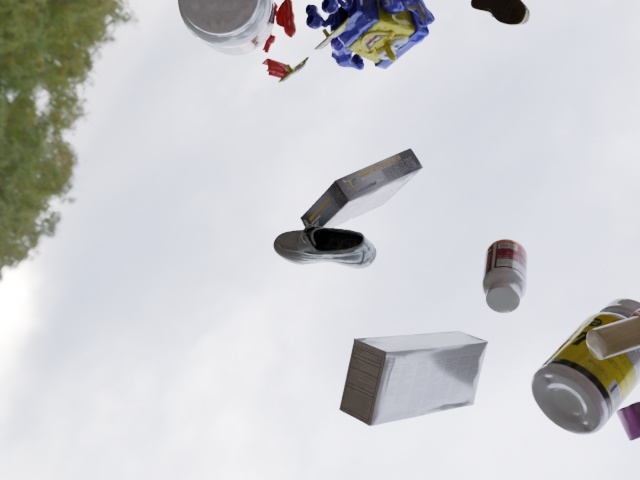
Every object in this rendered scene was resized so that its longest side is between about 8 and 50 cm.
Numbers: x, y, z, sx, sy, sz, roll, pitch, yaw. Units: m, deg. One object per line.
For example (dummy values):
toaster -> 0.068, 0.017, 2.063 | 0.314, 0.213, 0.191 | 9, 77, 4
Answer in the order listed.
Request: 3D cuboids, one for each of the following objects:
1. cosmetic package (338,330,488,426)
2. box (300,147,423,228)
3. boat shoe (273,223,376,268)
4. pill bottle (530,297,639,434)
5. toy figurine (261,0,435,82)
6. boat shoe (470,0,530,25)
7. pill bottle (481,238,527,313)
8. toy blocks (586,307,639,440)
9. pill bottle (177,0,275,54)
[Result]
cosmetic package -> 0.130, 0.178, 1.065 | 0.060, 0.239, 0.098 | 20, -79, 41
box -> 0.089, -0.104, 1.742 | 0.231, 0.056, 0.183 | -26, 169, -34
boat shoe -> 0.000, 0.001, 1.586 | 0.228, 0.081, 0.079 | 6, -123, 27
pill bottle -> 0.417, 0.181, 1.185 | 0.208, 0.119, 0.119 | -35, -154, -33
toy figurine -> 0.092, -0.368, 1.218 | 0.362, 0.217, 0.191 | -35, -124, 43
boat shoe -> 0.300, -0.380, 1.292 | 0.135, 0.045, 0.050 | 51, -52, 49
pill bottle -> 0.360, 0.071, 1.558 | 0.086, 0.086, 0.152 | -24, -155, 29
toy blocks -> 0.539, 0.183, 0.951 | 0.288, 0.260, 0.309 | 126, -52, -65
pill bottle -> -0.123, -0.314, 1.059 | 0.121, 0.121, 0.221 | -44, -172, 6
